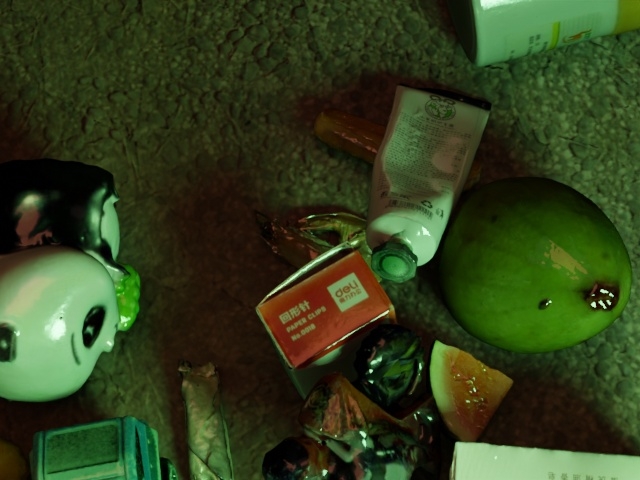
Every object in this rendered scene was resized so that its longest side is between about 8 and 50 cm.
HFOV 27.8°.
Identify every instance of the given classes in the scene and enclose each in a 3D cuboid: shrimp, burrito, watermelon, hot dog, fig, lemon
[{"bbox_3d":[0.000,0.000,1.550,0.180,0.041,0.099,24,73,13],"label":"shrimp"},{"bbox_3d":[-0.131,0.218,1.482,0.051,0.042,0.171,-9,67,-2],"label":"burrito"},{"bbox_3d":[0.170,0.171,1.423,0.094,0.135,0.125,-28,68,14],"label":"watermelon"},{"bbox_3d":[0.090,-0.103,1.577,0.215,0.047,0.066,19,36,10],"label":"hot dog"},{"bbox_3d":[0.240,0.034,1.418,0.203,0.225,0.203,-4,104,-17],"label":"fig"},{"bbox_3d":[-0.383,0.255,1.465,0.110,0.082,0.082,20,73,14],"label":"lemon"}]

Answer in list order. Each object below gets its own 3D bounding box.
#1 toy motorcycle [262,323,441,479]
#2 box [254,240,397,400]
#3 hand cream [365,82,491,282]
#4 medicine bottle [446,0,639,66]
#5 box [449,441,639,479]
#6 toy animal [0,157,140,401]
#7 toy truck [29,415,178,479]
[{"bbox_3d":[0.042,0.296,1.358,0.207,0.401,0.134,-19,23,-35],"label":"toy motorcycle"},{"bbox_3d":[0.012,0.100,1.437,0.133,0.182,0.099,-32,66,-5],"label":"box"},{"bbox_3d":[0.117,-0.080,1.494,0.121,0.076,0.336,18,43,2],"label":"hand cream"},{"bbox_3d":[0.267,-0.347,1.552,0.231,0.238,0.238,-14,70,1],"label":"medicine bottle"},{"bbox_3d":[0.261,0.285,1.344,0.260,0.194,0.111,1,70,6],"label":"box"},{"bbox_3d":[-0.310,0.049,1.472,0.212,0.212,0.267,-12,65,0],"label":"toy animal"},{"bbox_3d":[-0.230,0.334,1.386,0.155,0.156,0.279,-10,68,1],"label":"toy truck"}]
